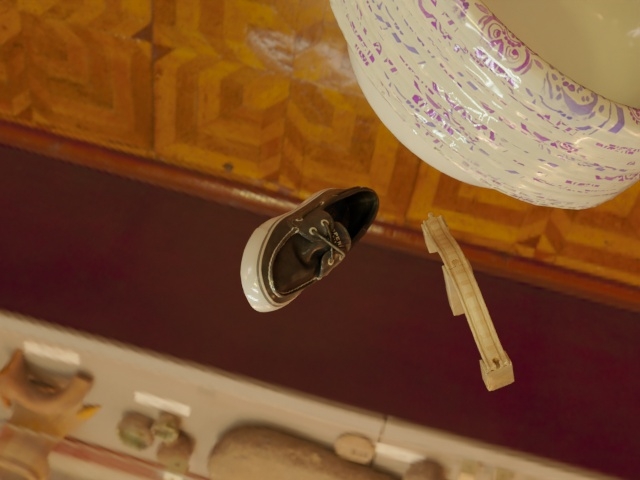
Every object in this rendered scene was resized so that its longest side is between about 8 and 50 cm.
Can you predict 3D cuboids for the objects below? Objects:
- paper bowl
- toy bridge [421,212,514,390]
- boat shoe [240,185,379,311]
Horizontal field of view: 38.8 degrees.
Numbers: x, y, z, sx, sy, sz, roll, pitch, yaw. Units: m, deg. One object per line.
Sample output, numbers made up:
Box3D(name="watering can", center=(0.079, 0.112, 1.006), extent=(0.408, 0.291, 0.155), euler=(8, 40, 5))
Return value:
Box3D(name="paper bowl", center=(0.132, -0.152, 0.641), extent=(0.284, 0.284, 0.148), euler=(31, 140, -12))
Box3D(name="toy bridge", center=(0.125, 0.040, 0.813), extent=(0.026, 0.188, 0.063), euler=(-19, 137, 1))
Box3D(name="boat shoe", center=(0.000, 0.000, 0.937), extent=(0.076, 0.228, 0.080), euler=(-14, 103, 31))
